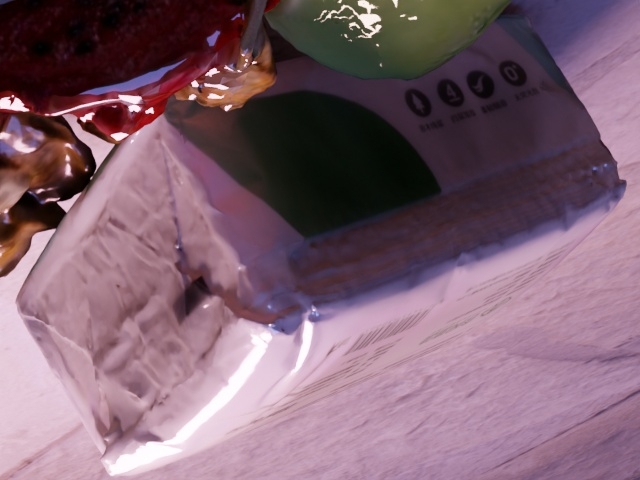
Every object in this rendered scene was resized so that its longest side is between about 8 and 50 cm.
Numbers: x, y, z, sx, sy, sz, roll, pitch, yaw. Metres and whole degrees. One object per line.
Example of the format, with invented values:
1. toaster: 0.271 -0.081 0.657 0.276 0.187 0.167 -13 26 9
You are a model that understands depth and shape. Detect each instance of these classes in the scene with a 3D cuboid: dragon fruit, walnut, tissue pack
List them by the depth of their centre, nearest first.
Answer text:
1. dragon fruit: -0.110 -0.133 0.769 0.317 0.205 0.152 -16 157 2
2. walnut: -0.257 -0.048 0.946 0.204 0.141 0.238 -28 165 -21
3. tissue pack: -0.001 -0.001 1.054 0.356 0.194 0.266 -19 162 -40

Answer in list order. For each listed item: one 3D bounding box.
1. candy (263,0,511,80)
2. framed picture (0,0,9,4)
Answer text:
1. candy: 0.085 -0.223 0.801 0.142 0.132 0.343 22 140 -18
2. framed picture: -0.134 -0.218 0.625 0.315 0.024 0.232 -18 115 2
